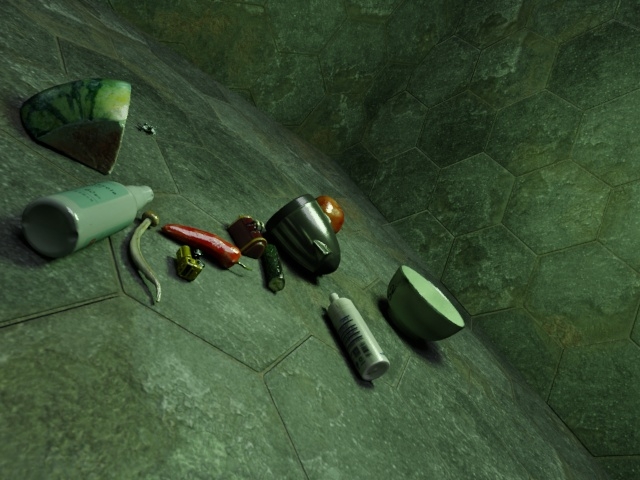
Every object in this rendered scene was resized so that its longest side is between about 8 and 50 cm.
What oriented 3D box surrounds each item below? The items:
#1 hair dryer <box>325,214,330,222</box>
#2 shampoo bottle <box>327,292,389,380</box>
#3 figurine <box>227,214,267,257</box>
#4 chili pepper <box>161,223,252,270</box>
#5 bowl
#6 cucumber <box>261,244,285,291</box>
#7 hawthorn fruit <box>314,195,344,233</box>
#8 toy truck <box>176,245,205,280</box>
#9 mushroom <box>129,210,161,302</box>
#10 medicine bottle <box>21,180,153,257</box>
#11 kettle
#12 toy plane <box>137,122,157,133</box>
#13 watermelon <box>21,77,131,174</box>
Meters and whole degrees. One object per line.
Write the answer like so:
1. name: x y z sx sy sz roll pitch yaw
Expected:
1. hair dryer: 0.000 0.000 1.847 0.073 0.131 0.236 29 26 -41
2. shampoo bottle: 0.098 0.274 1.414 0.092 0.092 0.303 28 20 -41
3. figurine: -0.220 -0.031 1.448 0.082 0.098 0.154 18 31 -48
4. chili pepper: -0.289 0.015 1.237 0.272 0.063 0.071 31 7 -26
5. bowl: 0.399 0.282 1.926 0.354 0.185 0.354 39 16 -13
6. cucumber: -0.140 0.082 1.415 0.058 0.058 0.187 33 19 -30
7. hawthorn fruit: 0.028 -0.095 2.043 0.201 0.179 0.179 30 19 -22
8. toy truck: -0.308 0.054 1.102 0.054 0.049 0.083 29 19 -35
9. mushroom: -0.386 0.020 1.036 0.068 0.043 0.306 6 33 -23
10. medicine bottle: -0.447 -0.066 0.971 0.110 0.110 0.352 41 16 -5
11. kettle: -0.044 0.013 1.651 0.207 0.250 0.271 -29 77 -42
12. toy plane: -0.590 -0.385 1.619 0.079 0.031 0.083 33 16 15
13. watermelon: -0.604 -0.293 1.204 0.262 0.201 0.212 -12 42 -16
